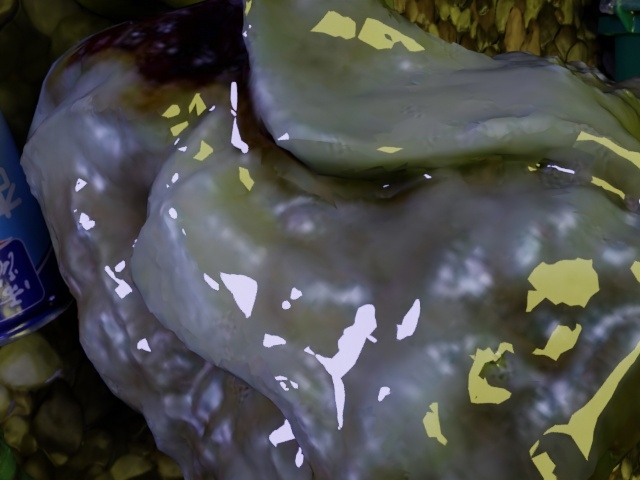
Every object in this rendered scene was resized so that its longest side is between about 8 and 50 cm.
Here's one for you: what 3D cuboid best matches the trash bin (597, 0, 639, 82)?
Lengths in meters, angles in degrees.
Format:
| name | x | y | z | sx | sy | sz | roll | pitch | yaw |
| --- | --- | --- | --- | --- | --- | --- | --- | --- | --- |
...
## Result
| name | x | y | z | sx | sy | sz | roll | pitch | yaw |
| --- | --- | --- | --- | --- | --- | --- | --- | --- | --- |
| trash bin | 0.465 | -0.111 | 1.096 | 0.295 | 0.259 | 0.381 | -9 | 103 | -44 |

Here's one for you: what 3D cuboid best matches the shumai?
| name | x | y | z | sx | sy | sz | roll | pitch | yaw |
| --- | --- | --- | --- | --- | --- | --- | --- | --- | --- |
| shumai | 0.000 | 0.000 | 0.535 | 0.348 | 0.395 | 0.395 | 36 | 64 | -1 |

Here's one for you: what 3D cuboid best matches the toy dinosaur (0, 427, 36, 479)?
| name | x | y | z | sx | sy | sz | roll | pitch | yaw |
| --- | --- | --- | --- | --- | --- | --- | --- | --- | --- |
| toy dinosaur | -0.235 | 0.120 | 0.561 | 0.292 | 0.120 | 0.079 | 71 | 34 | -54 |

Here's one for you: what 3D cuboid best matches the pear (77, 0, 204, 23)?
| name | x | y | z | sx | sy | sz | roll | pitch | yaw |
| --- | --- | --- | --- | --- | --- | --- | --- | --- | --- |
| pear | -0.072 | -0.249 | 0.621 | 0.292 | 0.159 | 0.293 | -10 | 104 | -44 |

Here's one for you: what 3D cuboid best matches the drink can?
| name | x | y | z | sx | sy | sz | roll | pitch | yaw |
| --- | --- | --- | --- | --- | --- | --- | --- | --- | --- |
| drink can | -0.223 | -0.058 | 0.533 | 0.097 | 0.097 | 0.235 | -34 | 116 | -37 |
